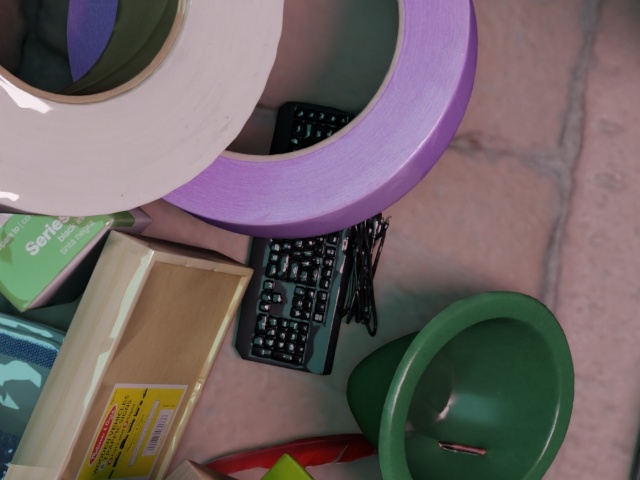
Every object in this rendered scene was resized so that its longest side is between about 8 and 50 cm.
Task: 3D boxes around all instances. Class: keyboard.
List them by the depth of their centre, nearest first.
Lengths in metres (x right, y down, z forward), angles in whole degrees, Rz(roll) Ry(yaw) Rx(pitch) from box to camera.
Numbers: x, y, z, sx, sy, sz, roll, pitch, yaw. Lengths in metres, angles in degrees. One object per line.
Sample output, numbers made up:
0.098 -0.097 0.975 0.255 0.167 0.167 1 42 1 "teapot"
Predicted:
0.000 0.000 1.237 0.100 0.038 0.192 10 93 5 "keyboard"

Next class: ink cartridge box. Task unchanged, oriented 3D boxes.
-0.235 -0.059 1.195 0.219 0.160 0.092 45 93 2 "ink cartridge box"

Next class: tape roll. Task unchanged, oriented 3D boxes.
-0.167 -0.155 1.040 0.286 0.100 0.286 -2 94 -31 "tape roll"
-0.031 -0.141 1.193 0.275 0.090 0.274 -1 83 8 "tape roll"

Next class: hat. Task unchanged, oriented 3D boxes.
0.047 0.104 1.240 0.209 0.184 0.173 -8 106 -38 "hat"

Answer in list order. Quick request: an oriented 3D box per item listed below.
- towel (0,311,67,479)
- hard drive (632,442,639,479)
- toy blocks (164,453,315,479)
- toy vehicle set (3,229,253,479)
-0.297 0.172 1.219 0.209 0.034 0.285 19 76 -3 "towel"
0.324 0.102 1.201 0.172 0.054 0.254 17 92 5 "hard drive"
-0.093 0.305 1.142 0.381 0.261 0.191 -49 59 4 "toy blocks"
-0.143 0.127 1.186 0.035 0.166 0.266 25 93 21 "toy vehicle set"
